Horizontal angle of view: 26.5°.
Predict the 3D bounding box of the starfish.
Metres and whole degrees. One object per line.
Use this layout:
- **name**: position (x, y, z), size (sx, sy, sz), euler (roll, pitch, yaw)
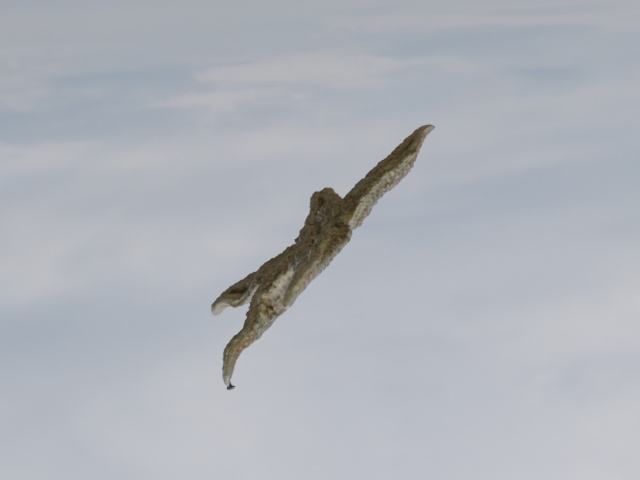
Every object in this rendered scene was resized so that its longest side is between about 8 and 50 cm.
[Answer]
- **starfish**: position (0.000, 0.000, 0.371), size (0.086, 0.016, 0.092), euler (-47, -173, 10)
